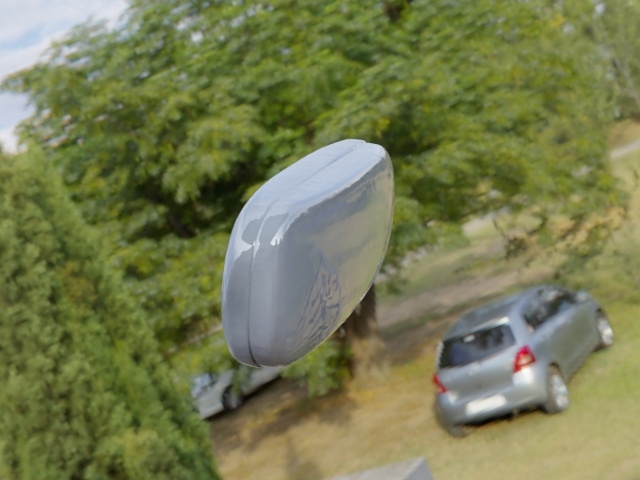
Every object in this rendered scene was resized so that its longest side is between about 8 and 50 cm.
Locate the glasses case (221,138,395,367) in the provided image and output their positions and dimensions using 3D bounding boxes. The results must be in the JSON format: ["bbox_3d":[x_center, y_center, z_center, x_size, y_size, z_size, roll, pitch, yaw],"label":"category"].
[{"bbox_3d":[0.000,0.000,0.591,0.059,0.092,0.233,8,19,16],"label":"glasses case"}]
